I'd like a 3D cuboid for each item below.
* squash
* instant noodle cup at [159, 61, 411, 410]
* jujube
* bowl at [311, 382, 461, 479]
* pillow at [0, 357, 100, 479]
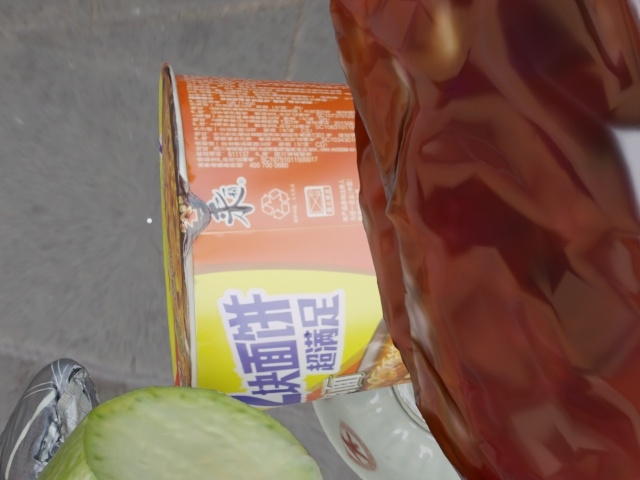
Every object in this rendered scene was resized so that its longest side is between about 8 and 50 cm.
[{"bbox_3d":[-0.074,0.151,0.805,0.170,0.170,0.123,18,118,-6],"label":"squash"},{"bbox_3d":[0.000,0.000,0.966,0.174,0.213,0.213,-4,91,-7],"label":"instant noodle cup"},{"bbox_3d":[0.094,-0.071,0.379,0.216,0.216,0.342,-20,114,-5],"label":"jujube"},{"bbox_3d":[0.142,0.110,1.638,0.337,0.157,0.337,0,89,5],"label":"bowl"},{"bbox_3d":[-0.284,0.241,1.658,0.092,0.335,0.161,24,51,-9],"label":"pillow"}]
